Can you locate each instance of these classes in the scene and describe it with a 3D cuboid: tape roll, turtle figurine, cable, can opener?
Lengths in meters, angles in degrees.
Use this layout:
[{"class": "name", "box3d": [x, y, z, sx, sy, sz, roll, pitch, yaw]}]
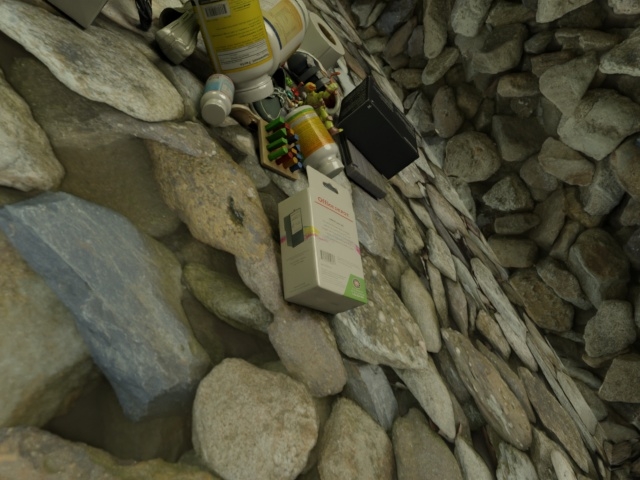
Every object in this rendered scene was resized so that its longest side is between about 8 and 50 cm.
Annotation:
[{"class": "tape roll", "box3d": [-0.027, -0.926, 2.290, 0.246, 0.169, 0.246, 38, 32, -30]}, {"class": "turtle figurine", "box3d": [-0.001, -0.476, 1.716, 0.087, 0.269, 0.217, -37, 109, -38]}, {"class": "cable", "box3d": [-0.488, -0.683, 1.337, 0.047, 0.184, 0.150, 1, 11, -19]}, {"class": "can opener", "box3d": [-0.026, -0.481, 1.894, 0.095, 0.076, 0.283, 3, 57, -56]}]

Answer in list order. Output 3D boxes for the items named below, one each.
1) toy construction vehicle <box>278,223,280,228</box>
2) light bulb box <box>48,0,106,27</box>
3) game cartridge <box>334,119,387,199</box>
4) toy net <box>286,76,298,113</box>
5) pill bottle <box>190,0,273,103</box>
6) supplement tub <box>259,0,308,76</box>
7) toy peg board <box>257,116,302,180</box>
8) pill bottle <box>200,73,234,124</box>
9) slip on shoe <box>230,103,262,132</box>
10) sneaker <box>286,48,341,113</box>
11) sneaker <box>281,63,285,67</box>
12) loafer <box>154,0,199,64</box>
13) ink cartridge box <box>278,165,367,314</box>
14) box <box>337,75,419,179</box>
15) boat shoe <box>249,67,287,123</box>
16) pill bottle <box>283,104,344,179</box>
[{"class": "toy construction vehicle", "box3d": [-0.075, -0.002, 1.332, 0.098, 0.035, 0.086, 16, 56, -49]}, {"class": "light bulb box", "box3d": [-0.610, -0.763, 1.123, 0.358, 0.225, 0.361, 35, 33, -33]}, {"class": "game cartridge", "box3d": [0.172, -0.353, 2.087, 0.230, 0.068, 0.355, 36, 32, -40]}, {"class": "toy net", "box3d": [-0.119, -0.534, 1.843, 0.122, 0.045, 0.232, 0, 62, -57]}, {"class": "pill bottle", "box3d": [-0.248, -0.590, 1.428, 0.188, 0.188, 0.334, -80, 161, -54]}, {"class": "supplement tub", "box3d": [-0.188, -0.715, 1.657, 0.228, 0.228, 0.316, 45, 46, -18]}, {"class": "toy peg board", "box3d": [-0.109, -0.293, 1.506, 0.160, 0.079, 0.161, 20, 56, -50]}, {"class": "pill bottle", "box3d": [-0.292, -0.397, 1.364, 0.087, 0.087, 0.160, 36, 33, -31]}, {"class": "slip on shoe", "box3d": [-0.229, -0.374, 1.488, 0.135, 0.051, 0.041, 25, 51, -53]}, {"class": "sneaker", "box3d": [-0.020, -0.680, 2.073, 0.321, 0.126, 0.127, 41, 25, -28]}, {"class": "sneaker", "box3d": [-0.239, -0.715, 1.836, 0.221, 0.087, 0.128, 31, 42, -17]}, {"class": "loafer", "box3d": [-0.414, -0.645, 1.424, 0.111, 0.112, 0.319, 44, 29, -38]}, {"class": "ink cartridge box", "box3d": [0.000, 0.000, 1.290, 0.207, 0.119, 0.353, 25, 50, -44]}, {"class": "box", "box3d": [0.256, -0.500, 2.130, 0.343, 0.179, 0.312, 43, 29, -21]}, {"class": "boat shoe", "box3d": [-0.170, -0.506, 1.667, 0.116, 0.099, 0.319, 37, 32, -31]}, {"class": "pill bottle", "box3d": [-0.025, -0.325, 1.653, 0.246, 0.136, 0.136, 58, 27, 7]}]
